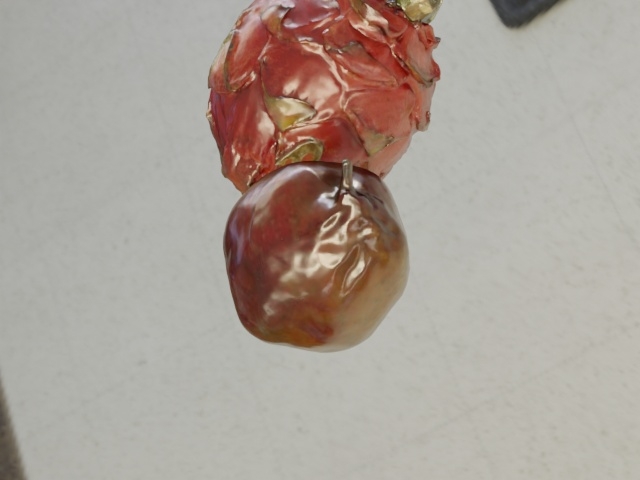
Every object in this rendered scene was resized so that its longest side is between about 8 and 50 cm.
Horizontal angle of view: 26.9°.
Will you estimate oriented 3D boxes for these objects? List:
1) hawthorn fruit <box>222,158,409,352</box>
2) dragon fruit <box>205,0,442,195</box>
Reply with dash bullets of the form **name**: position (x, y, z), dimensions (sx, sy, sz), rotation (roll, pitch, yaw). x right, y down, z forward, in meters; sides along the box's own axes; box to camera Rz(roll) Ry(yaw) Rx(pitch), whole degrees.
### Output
- **hawthorn fruit**: position (0.000, 0.000, 1.406), dimensions (0.208, 0.248, 0.208), rotation (6, 60, -10)
- **dragon fruit**: position (0.006, -0.192, 1.638), dimensions (0.342, 0.277, 0.277), rotation (-43, 60, 13)
